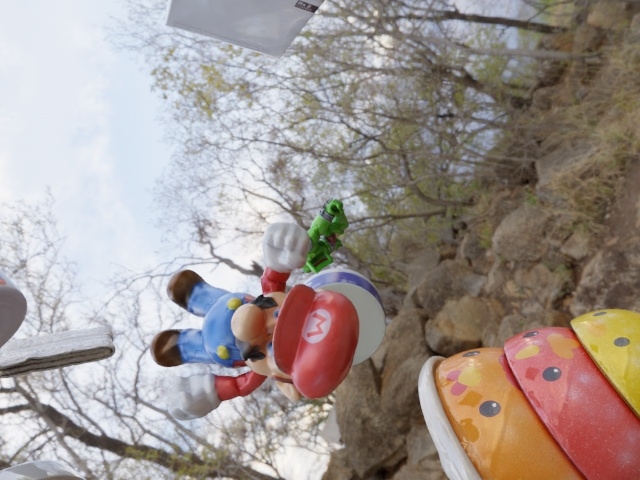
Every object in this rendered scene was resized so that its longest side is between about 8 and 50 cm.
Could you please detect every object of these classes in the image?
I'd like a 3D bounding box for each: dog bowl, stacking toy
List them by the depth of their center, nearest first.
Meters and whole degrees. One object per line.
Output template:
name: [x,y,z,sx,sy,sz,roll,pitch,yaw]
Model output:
stacking toy: [0.421,0.214,0.745,0.480,0.350,0.350,-41,-17,16]
dog bowl: [0.050,0.219,1.414,0.104,0.265,0.265,-90,6,-73]

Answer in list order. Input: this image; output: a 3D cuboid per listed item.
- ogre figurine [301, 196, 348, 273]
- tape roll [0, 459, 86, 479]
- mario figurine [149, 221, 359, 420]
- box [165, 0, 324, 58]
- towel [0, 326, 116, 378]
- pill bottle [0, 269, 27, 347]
ogre figurine: [0.000,0.000,1.016,0.118,0.097,0.197,-46,3,-19]
tape roll: [-0.653,0.655,1.043,0.392,0.072,0.392,-33,-47,-44]
mario figurine: [-0.099,0.093,0.578,0.170,0.320,0.198,-26,-74,-45]
box: [-0.104,-0.359,0.680,0.181,0.182,0.119,9,-99,-23]
towel: [-0.674,0.276,1.276,0.282,0.187,0.049,-7,-79,-23]
pill bottle: [-0.473,0.039,0.602,0.124,0.221,0.124,-46,-18,-20]
